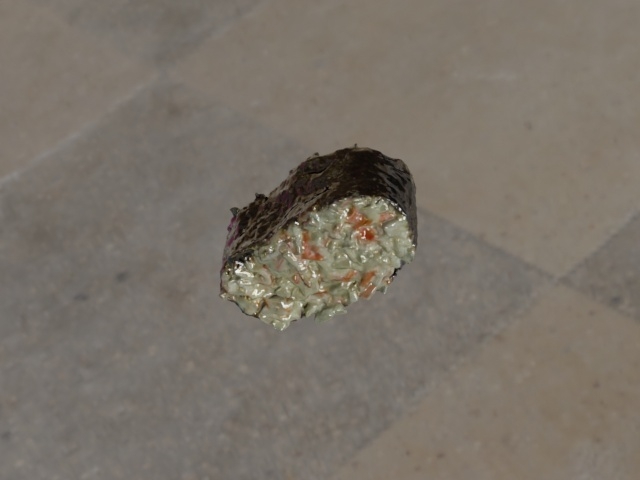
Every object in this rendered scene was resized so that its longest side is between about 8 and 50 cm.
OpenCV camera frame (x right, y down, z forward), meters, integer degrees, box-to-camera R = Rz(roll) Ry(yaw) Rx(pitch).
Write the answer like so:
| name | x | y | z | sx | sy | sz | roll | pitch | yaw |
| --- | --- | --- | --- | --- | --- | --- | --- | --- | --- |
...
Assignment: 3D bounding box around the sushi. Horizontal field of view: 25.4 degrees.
| name | x | y | z | sx | sy | sz | roll | pitch | yaw |
| --- | --- | --- | --- | --- | --- | --- | --- | --- | --- |
| sushi | 0.000 | 0.000 | 0.974 | 0.150 | 0.090 | 0.078 | -28 | 32 | 27 |
